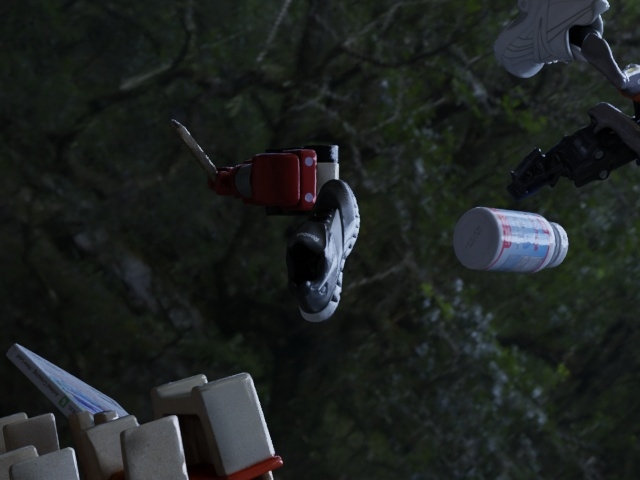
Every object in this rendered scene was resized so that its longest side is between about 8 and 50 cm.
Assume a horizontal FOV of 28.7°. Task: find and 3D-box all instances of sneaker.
[{"bbox_3d":[0.000,0.000,1.898,0.078,0.234,0.106,1,-25,27],"label":"sneaker"},{"bbox_3d":[0.287,-0.248,1.536,0.115,0.090,0.232,46,-15,12],"label":"sneaker"}]

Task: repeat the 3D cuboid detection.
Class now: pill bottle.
[{"bbox_3d":[0.268,0.002,1.739,0.087,0.160,0.087,-6,-97,50],"label":"pill bottle"}]

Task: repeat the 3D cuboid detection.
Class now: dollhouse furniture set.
[{"bbox_3d":[-0.157,0.191,0.902,0.262,0.259,0.135,-11,-88,54],"label":"dollhouse furniture set"}]

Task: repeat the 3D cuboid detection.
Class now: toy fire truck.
[{"bbox_3d":[-0.115,-0.118,2.060,0.217,0.246,0.158,3,-86,60],"label":"toy fire truck"}]

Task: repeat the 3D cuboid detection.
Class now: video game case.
[{"bbox_3d":[-0.274,0.221,1.561,0.193,0.023,0.212,34,-7,39],"label":"video game case"}]

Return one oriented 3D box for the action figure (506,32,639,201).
[{"bbox_3d":[0.375,-0.114,1.362,0.178,0.341,0.330,62,5,33],"label":"action figure"}]
